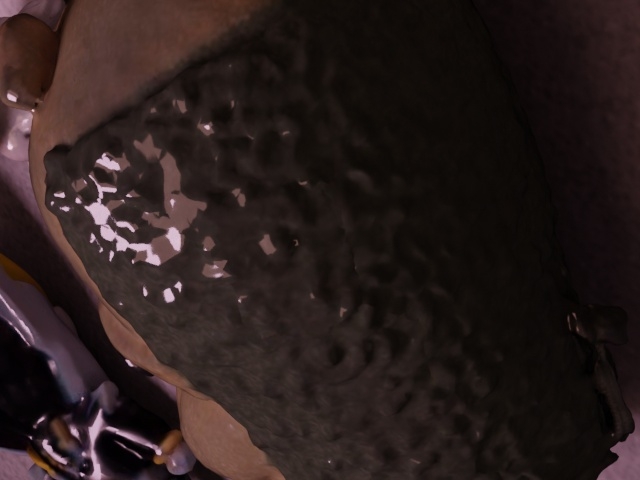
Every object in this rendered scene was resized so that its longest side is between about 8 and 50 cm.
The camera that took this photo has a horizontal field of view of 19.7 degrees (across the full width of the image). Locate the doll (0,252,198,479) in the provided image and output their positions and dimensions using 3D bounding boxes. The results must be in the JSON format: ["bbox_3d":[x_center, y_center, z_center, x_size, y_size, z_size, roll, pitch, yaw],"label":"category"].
[{"bbox_3d":[-0.191,0.098,1.209,0.316,0.103,0.145,43,153,0],"label":"doll"}]

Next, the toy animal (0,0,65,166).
[{"bbox_3d":[-0.146,-0.089,1.006,0.181,0.131,0.127,18,95,53],"label":"toy animal"}]

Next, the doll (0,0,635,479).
[{"bbox_3d":[0.000,0.000,0.859,0.247,0.247,0.349,-7,128,47],"label":"doll"}]
